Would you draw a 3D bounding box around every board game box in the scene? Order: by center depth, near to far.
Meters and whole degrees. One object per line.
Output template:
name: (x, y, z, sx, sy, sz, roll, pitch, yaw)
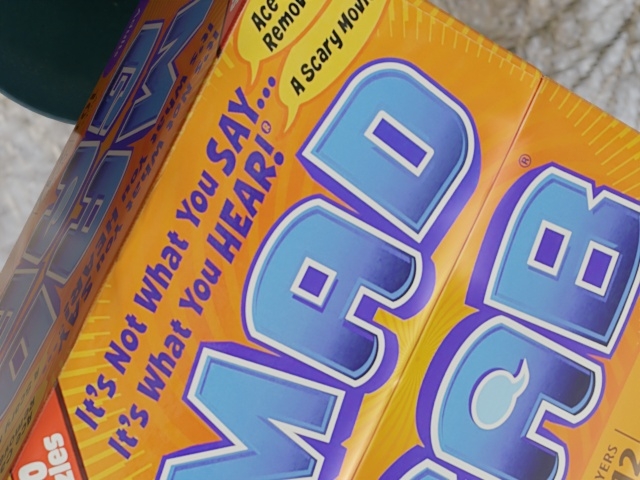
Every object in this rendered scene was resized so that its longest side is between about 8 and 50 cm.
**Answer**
board game box: (-0.004, 0.052, 0.999, 0.356, 0.356, 0.356, -64, -162, -6)

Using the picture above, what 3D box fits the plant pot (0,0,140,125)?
plant pot: (-0.175, -0.268, 1.260, 0.290, 0.290, 0.195, -20, -142, 6)
